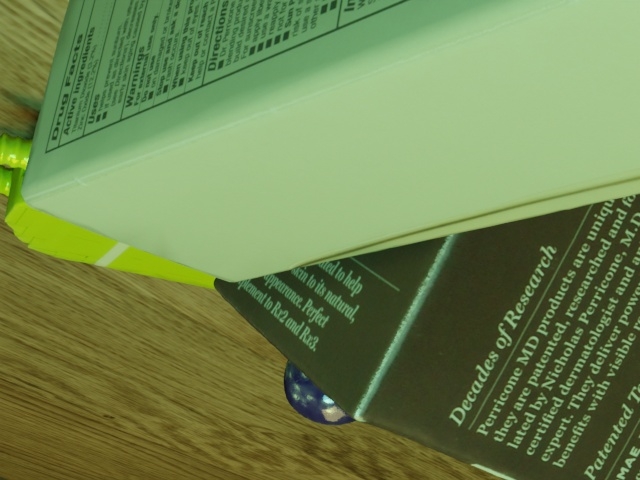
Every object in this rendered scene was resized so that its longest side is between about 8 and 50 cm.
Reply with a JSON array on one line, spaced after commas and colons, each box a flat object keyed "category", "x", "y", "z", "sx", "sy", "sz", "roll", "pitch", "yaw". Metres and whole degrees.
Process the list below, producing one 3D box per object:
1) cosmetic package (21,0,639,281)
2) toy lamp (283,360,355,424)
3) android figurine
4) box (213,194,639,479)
[{"category": "cosmetic package", "x": 0.031, "y": -0.092, "z": 0.457, "sx": 0.113, "sy": 0.160, "sz": 0.309, "roll": 23, "pitch": 158, "yaw": -33}, {"category": "toy lamp", "x": 0.000, "y": 0.000, "z": 0.763, "sx": 0.080, "sy": 0.080, "sz": 0.275, "roll": 6, "pitch": 142, "yaw": 13}, {"category": "android figurine", "x": -0.089, "y": -0.017, "z": 0.885, "sx": 0.272, "sy": 0.056, "sz": 0.248, "roll": 13, "pitch": 162, "yaw": -18}, {"category": "box", "x": 0.096, "y": 0.009, "z": 0.601, "sx": 0.203, "sy": 0.167, "sz": 0.168, "roll": 25, "pitch": -175, "yaw": -28}]
